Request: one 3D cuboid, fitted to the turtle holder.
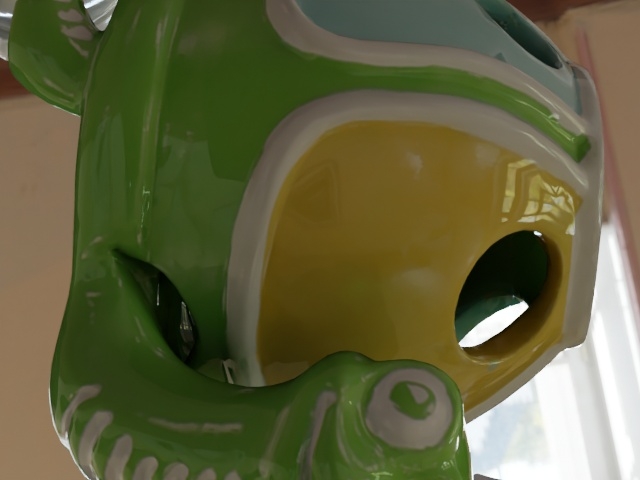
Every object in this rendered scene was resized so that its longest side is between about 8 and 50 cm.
[{"bbox_3d":[0.002,-0.019,0.454,0.227,0.244,0.320,4,-177,6],"label":"turtle holder"}]

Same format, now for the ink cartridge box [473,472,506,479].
[{"bbox_3d":[0.137,0.264,0.780,0.238,0.060,0.275,-18,-169,-37],"label":"ink cartridge box"}]

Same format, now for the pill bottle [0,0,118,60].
[{"bbox_3d":[-0.168,-0.221,0.591,0.152,0.152,0.272,-7,152,-9],"label":"pill bottle"}]
